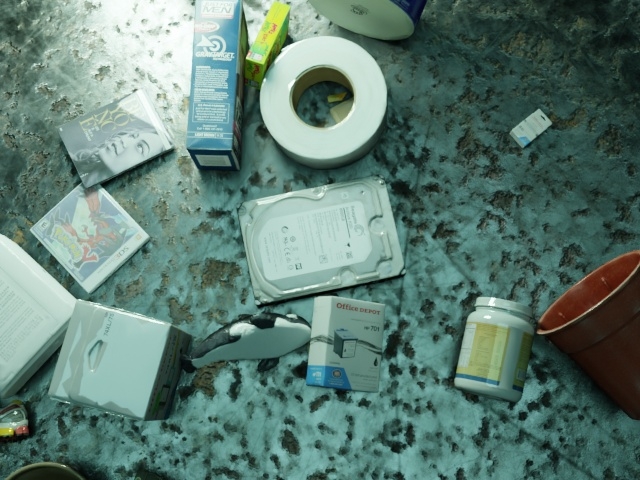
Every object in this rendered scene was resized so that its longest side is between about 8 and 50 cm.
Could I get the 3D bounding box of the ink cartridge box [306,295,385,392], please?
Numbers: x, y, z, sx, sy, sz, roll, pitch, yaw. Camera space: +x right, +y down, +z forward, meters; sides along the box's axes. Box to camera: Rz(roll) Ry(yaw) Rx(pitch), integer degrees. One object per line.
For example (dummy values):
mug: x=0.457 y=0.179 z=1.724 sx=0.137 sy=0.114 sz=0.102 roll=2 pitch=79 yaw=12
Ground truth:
ink cartridge box: x=0.055 y=0.221 z=1.884 sx=0.139 sy=0.082 sz=0.191 roll=10 pitch=80 yaw=-26

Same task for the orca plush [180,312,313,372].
orca plush: x=-0.164 y=0.211 z=1.927 sx=0.287 sy=0.102 sz=0.151 roll=-27 pitch=125 yaw=4

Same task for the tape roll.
tape roll: x=0.009 y=-0.308 z=1.986 sx=0.286 sy=0.100 sz=0.286 roll=-1 pitch=82 yaw=6

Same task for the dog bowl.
dog bowl: x=0.103 y=-0.550 z=1.957 sx=0.264 sy=0.265 sz=0.104 roll=21 pitch=82 yaw=4

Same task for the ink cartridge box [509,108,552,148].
ink cartridge box: x=0.479 y=-0.254 z=2.018 sx=0.083 sy=0.028 sz=0.048 roll=-38 pitch=82 yaw=-6

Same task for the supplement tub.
supplement tub: x=0.370 y=0.231 z=1.871 sx=0.144 sy=0.144 sz=0.200 roll=13 pitch=80 yaw=3

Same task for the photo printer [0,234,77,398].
photo printer: x=-0.698 y=0.146 z=1.913 sx=0.307 sy=0.107 sz=0.256 roll=40 pitch=82 yaw=8

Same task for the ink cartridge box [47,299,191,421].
ink cartridge box: x=-0.400 y=0.250 z=1.809 sx=0.197 sy=0.270 sz=0.198 roll=14 pitch=80 yaw=3

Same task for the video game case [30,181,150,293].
video game case: x=-0.515 y=-0.015 z=1.984 sx=0.183 sy=0.023 sz=0.201 roll=-44 pitch=82 yaw=-7

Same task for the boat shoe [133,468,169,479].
boat shoe: x=-0.405 y=0.624 z=1.826 sx=0.091 sy=0.109 sz=0.305 roll=25 pitch=75 yaw=5

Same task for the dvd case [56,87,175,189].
dvd case: x=-0.464 y=-0.233 z=2.015 sx=0.221 sy=0.018 sz=0.165 roll=-26 pitch=77 yaw=-9

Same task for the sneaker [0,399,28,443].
sneaker: x=-0.735 y=0.387 z=1.890 sx=0.225 sy=0.088 sz=0.093 roll=-4 pitch=68 yaw=-5

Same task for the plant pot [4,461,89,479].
plant pot: x=-0.555 y=0.578 z=1.828 sx=0.237 sy=0.110 sz=0.238 roll=-1 pitch=76 yaw=4

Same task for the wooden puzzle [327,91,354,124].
wooden puzzle: x=0.066 y=-0.289 z=2.037 sx=0.078 sy=0.014 sz=0.116 roll=-21 pitch=80 yaw=1

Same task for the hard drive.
hard drive: x=0.000 y=0.000 z=1.959 sx=0.338 sy=0.064 sz=0.237 roll=-11 pitch=80 yaw=-2

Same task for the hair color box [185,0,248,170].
hair color box: x=-0.225 y=-0.344 z=1.967 sx=0.105 sy=0.174 sz=0.347 roll=2 pitch=80 yaw=0

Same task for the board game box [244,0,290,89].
board game box: x=-0.119 y=-0.440 z=1.998 sx=0.043 sy=0.092 sz=0.181 roll=19 pitch=62 yaw=3

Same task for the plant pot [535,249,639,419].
plant pot: x=0.635 y=0.207 z=1.828 sx=0.272 sy=0.272 sz=0.265 roll=-39 pitch=89 yaw=-6

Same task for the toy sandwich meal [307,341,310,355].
toy sandwich meal: x=0.010 y=0.230 z=1.932 sx=0.085 sy=0.029 sz=0.086 roll=0 pitch=80 yaw=0
